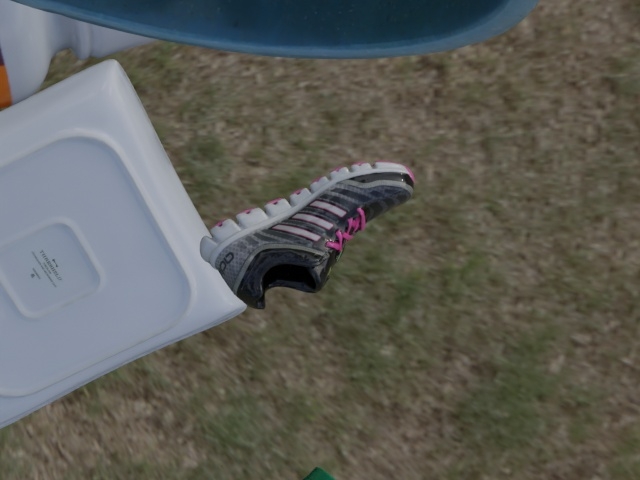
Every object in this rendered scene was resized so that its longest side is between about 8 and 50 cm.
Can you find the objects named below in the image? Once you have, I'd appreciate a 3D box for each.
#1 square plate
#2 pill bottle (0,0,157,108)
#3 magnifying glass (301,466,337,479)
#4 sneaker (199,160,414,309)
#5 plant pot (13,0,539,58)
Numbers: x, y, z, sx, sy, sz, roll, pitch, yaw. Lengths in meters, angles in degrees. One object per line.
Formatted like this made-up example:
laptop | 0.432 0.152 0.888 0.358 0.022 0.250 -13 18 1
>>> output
square plate | -0.296 0.025 1.594 0.344 0.049 0.347 -26 120 1
pill bottle | -0.314 -0.176 0.986 0.392 0.224 0.224 -17 98 -13
magnifying glass | 0.046 0.197 0.853 0.026 0.092 0.231 -46 142 -9
sneaker | 0.000 0.000 1.101 0.170 0.063 0.075 -23 67 -10
plant pot | -0.046 -0.287 0.618 0.341 0.341 0.334 14 81 -14
